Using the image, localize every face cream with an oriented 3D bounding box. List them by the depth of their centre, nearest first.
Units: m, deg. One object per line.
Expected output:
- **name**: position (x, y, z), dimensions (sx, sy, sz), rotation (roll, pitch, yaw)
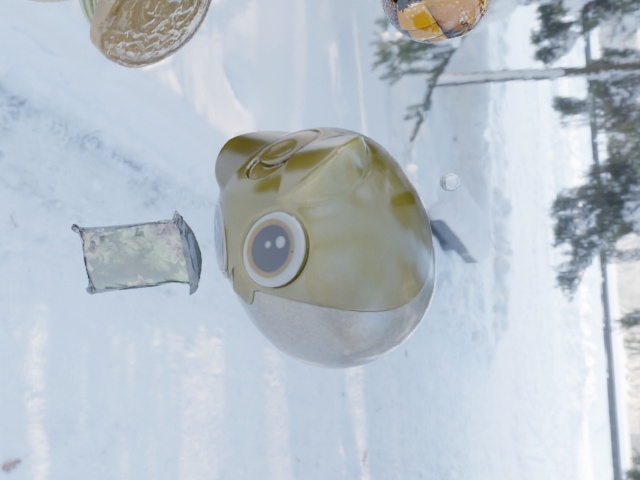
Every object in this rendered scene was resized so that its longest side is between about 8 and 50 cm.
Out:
- **face cream**: position (0.227, -0.102, 1.137), dimensions (0.130, 0.034, 0.034), rotation (-32, 116, -79)

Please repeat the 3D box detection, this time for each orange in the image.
- **orange**: position (0.246, -0.529, 1.379), dimensions (0.182, 0.234, 0.234), rotation (95, 3, -64)

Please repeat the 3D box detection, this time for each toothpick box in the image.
- **toothpick box**: position (0.000, 0.000, 1.231), dimensions (0.425, 0.409, 0.409), rotation (66, 30, -29)

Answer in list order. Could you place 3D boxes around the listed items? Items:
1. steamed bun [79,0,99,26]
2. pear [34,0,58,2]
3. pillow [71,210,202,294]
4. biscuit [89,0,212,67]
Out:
- **steamed bun**: position (-0.487, -0.640, 1.706), dimensions (0.276, 0.289, 0.203), rotation (82, -11, -52)
- **pear**: position (-0.457, -0.530, 1.075), dimensions (0.271, 0.271, 0.271), rotation (-4, 90, -66)
- **pillow**: position (-0.349, 0.025, 1.247), dimensions (0.059, 0.255, 0.169), rotation (-66, 149, -62)
- **biscuit**: position (-0.371, -0.566, 1.533), dimensions (0.365, 0.062, 0.385), rotation (-56, 171, 34)
